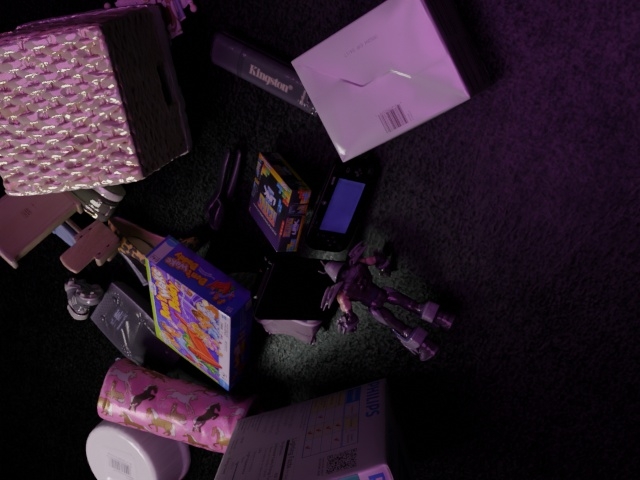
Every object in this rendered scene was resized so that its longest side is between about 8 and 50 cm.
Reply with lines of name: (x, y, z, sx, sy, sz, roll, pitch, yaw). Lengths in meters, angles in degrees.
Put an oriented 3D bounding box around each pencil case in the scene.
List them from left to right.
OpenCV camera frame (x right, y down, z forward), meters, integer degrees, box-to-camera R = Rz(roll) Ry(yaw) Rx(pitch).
pencil case: (-0.337, 0.402, 1.737, 0.386, 0.167, 0.160, 14, 144, 10)

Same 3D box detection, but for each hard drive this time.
hard drive: (-0.462, 0.232, 1.840, 0.254, 0.054, 0.172, 43, 124, 6)

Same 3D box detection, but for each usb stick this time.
usb stick: (-0.098, -0.329, 1.410, 0.278, 0.045, 0.077, 30, 121, 14)

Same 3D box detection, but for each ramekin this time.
ramekin: (-0.505, 0.582, 1.962, 0.277, 0.135, 0.277, 11, 115, 24)

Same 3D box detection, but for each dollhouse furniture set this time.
dollhouse furniture set: (-0.638, 0.019, 1.705, 0.286, 0.198, 0.303, 42, 158, 5)

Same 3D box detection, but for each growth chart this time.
growth chart: (-0.355, -0.480, 1.504, 0.237, 0.021, 0.172, -27, 97, 35)

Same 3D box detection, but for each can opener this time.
can opener: (-0.204, -0.114, 1.557, 0.073, 0.059, 0.186, 39, 118, 41)

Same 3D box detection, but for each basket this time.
basket: (-0.477, -0.281, 1.455, 0.331, 0.266, 0.328, -5, 114, 12)

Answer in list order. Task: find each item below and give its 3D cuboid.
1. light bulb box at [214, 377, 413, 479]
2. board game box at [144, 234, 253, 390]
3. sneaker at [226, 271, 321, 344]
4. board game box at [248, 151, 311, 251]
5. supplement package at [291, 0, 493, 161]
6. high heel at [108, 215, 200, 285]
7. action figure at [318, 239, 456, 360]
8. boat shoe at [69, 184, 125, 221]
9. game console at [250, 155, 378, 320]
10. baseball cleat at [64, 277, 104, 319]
light bulb box: (-0.003, 0.494, 1.454, 0.361, 0.358, 0.225, -17, 103, 9)
board game box: (-0.268, 0.172, 1.609, 0.233, 0.078, 0.347, 33, 146, 16)
sneaker: (-0.127, 0.157, 1.595, 0.281, 0.105, 0.115, 19, 122, 22)
board game box: (-0.087, -0.080, 1.453, 0.170, 0.048, 0.141, 51, 133, 48)
supplement package: (0.125, -0.290, 1.244, 0.262, 0.145, 0.204, -23, 97, 34)
high heel: (-0.397, -0.009, 1.679, 0.261, 0.093, 0.186, -27, 99, 40)
action figure: (0.116, 0.121, 1.412, 0.285, 0.099, 0.185, 33, 79, -2)
boat shoe: (-0.609, -0.161, 1.717, 0.305, 0.109, 0.091, 36, 108, 7)
game console: (0.000, 0.000, 1.415, 0.044, 0.213, 0.361, 40, 116, 44)
baseball cleat: (-0.602, 0.158, 1.846, 0.206, 0.072, 0.109, 19, 114, 57)
